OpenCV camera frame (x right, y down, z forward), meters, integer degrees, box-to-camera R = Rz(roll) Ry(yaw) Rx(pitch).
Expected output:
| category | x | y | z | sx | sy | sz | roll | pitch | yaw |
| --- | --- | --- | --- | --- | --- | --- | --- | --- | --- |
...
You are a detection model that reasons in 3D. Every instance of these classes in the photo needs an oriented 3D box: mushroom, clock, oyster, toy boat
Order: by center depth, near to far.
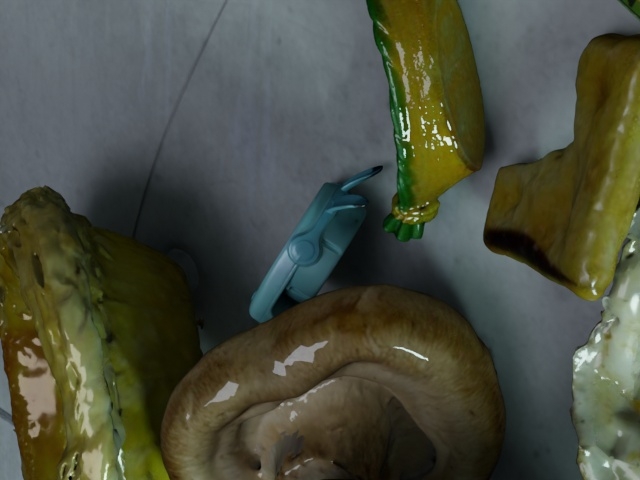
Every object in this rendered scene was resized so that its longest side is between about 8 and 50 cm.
| category | x | y | z | sx | sy | sz | roll | pitch | yaw |
| --- | --- | --- | --- | --- | --- | --- | --- | --- | --- |
| oyster | 0.255 | 0.110 | 1.067 | 0.166 | 0.110 | 0.341 | 2 | 108 | 51 |
| toy boat | 0.064 | -0.105 | 1.159 | 0.088 | 0.089 | 0.229 | -3 | 111 | 30 |
| mushroom | 0.010 | 0.147 | 1.248 | 0.278 | 0.146 | 0.278 | 0 | 128 | 0 |
| clock | -0.001 | -0.001 | 1.266 | 0.045 | 0.108 | 0.147 | 32 | 127 | -1 |

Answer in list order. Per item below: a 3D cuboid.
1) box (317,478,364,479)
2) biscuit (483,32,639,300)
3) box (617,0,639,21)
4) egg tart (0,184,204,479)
| category | x | y | z | sx | sy | sz | roll | pitch | yaw |
| --- | --- | --- | --- | --- | --- | --- | --- | --- | --- |
| box | 0.133 | 0.311 | 1.149 | 0.404 | 0.108 | 0.263 | 40 | 155 | -23 |
| biscuit | 0.173 | -0.059 | 1.087 | 0.174 | 0.039 | 0.183 | -136 | 61 | -69 |
| box | 0.206 | -0.252 | 0.912 | 0.195 | 0.148 | 0.177 | 47 | 133 | 16 |
| egg tart | -0.192 | 0.130 | 1.406 | 0.388 | 0.169 | 0.387 | 174 | 90 | -75 |
